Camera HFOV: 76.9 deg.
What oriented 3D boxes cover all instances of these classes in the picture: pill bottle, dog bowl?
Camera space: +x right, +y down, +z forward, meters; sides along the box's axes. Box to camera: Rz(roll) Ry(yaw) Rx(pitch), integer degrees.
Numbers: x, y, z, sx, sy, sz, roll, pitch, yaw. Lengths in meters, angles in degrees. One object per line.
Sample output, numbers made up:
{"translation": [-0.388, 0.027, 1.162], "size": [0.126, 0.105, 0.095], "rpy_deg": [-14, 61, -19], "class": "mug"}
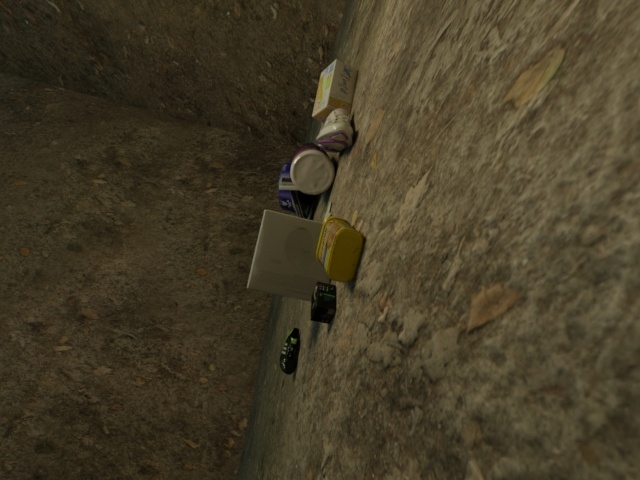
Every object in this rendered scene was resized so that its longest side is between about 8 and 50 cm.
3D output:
{"translation": [-0.037, -0.293, 1.613], "size": [0.301, 0.169, 0.169], "rpy_deg": [-102, 26, -70], "class": "pill bottle"}
{"translation": [-0.128, -0.282, 2.108], "size": [0.265, 0.104, 0.265], "rpy_deg": [8, -90, -76], "class": "dog bowl"}

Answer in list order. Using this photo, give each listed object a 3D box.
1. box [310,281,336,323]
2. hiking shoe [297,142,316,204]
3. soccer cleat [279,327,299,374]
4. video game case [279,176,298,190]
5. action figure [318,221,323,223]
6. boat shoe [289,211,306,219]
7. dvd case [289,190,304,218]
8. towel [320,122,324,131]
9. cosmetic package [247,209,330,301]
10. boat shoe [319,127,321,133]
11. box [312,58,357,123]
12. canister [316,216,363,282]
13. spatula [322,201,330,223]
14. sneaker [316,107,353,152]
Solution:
{"translation": [0.007, 0.157, 1.023], "size": [0.083, 0.052, 0.062], "rpy_deg": [-89, 15, -50], "class": "box"}
{"translation": [-0.037, -0.320, 1.983], "size": [0.132, 0.113, 0.304], "rpy_deg": [12, -96, -68], "class": "hiking shoe"}
{"translation": [-0.104, 0.381, 1.402], "size": [0.179, 0.060, 0.072], "rpy_deg": [-84, 12, -56], "class": "soccer cleat"}
{"translation": [-0.086, -0.252, 1.805], "size": [0.173, 0.190, 0.022], "rpy_deg": [-99, 11, -68], "class": "video game case"}
{"translation": [-0.012, -0.026, 1.412], "size": [0.115, 0.030, 0.038], "rpy_deg": [108, 170, -63], "class": "action figure"}
{"translation": [-0.170, -0.004, 2.212], "size": [0.110, 0.121, 0.341], "rpy_deg": [-93, 19, -64], "class": "boat shoe"}
{"translation": [-0.102, -0.145, 1.904], "size": [0.179, 0.029, 0.239], "rpy_deg": [-110, 4, -75], "class": "dvd case"}
{"translation": [0.038, -0.664, 1.978], "size": [0.187, 0.049, 0.282], "rpy_deg": [91, -171, -68], "class": "towel"}
{"translation": [-0.078, 0.043, 1.170], "size": [0.138, 0.224, 0.225], "rpy_deg": [-154, 77, -81], "class": "cosmetic package"}
{"translation": [0.022, -0.607, 2.172], "size": [0.035, 0.035, 0.100], "rpy_deg": [-90, 22, -68], "class": "boat shoe"}
{"translation": [0.054, -0.553, 1.527], "size": [0.114, 0.103, 0.203], "rpy_deg": [-14, 61, 58], "class": "box"}
{"translation": [0.042, 0.017, 0.939], "size": [0.170, 0.073, 0.126], "rpy_deg": [-125, 48, -77], "class": "canister"}
{"translation": [0.000, 0.000, 1.430], "size": [0.168, 0.019, 0.242], "rpy_deg": [-92, 17, -57], "class": "spatula"}
{"translation": [0.049, -0.382, 1.355], "size": [0.305, 0.114, 0.152], "rpy_deg": [-128, 50, -79], "class": "sneaker"}
